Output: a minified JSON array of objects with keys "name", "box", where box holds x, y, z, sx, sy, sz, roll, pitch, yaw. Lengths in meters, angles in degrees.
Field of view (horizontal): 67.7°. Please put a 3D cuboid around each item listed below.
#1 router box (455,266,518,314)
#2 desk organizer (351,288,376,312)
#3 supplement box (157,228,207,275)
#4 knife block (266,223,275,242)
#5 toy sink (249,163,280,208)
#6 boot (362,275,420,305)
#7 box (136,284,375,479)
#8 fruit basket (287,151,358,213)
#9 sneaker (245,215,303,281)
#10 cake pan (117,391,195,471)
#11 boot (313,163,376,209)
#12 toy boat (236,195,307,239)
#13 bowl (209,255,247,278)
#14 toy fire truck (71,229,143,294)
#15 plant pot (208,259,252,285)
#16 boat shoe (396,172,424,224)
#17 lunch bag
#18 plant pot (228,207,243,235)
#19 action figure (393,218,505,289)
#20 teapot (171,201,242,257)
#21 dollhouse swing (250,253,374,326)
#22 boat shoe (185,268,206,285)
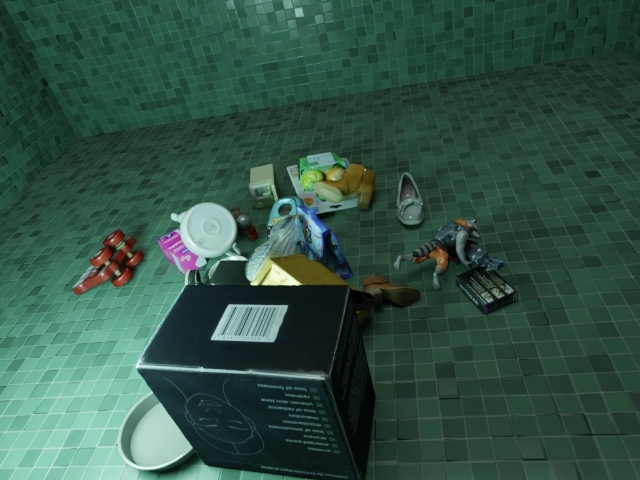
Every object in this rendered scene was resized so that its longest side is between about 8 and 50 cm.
[{"name":"router box","box":[0.579,0.165,1.672,0.133,0.046,0.179,-21,37,-9]},{"name":"desk organizer","box":[0.113,0.194,1.562,0.130,0.050,0.047,15,21,-31]},{"name":"supplement box","box":[-0.628,0.050,2.161,0.111,0.114,0.220,-35,43,-27]},{"name":"knife block","box":[-0.172,0.082,1.862,0.088,0.242,0.275,-1,39,18]},{"name":"toy sink","box":[-0.283,-0.258,2.419,0.131,0.153,0.234,-13,38,1]},{"name":"boot","box":[0.255,0.175,1.750,0.197,0.073,0.152,2,18,-8]},{"name":"box","box":[-0.131,0.378,1.270,0.480,0.472,0.297,-1,37,17]},{"name":"fruit basket","box":[0.034,-0.280,2.331,0.327,0.165,0.353,-11,46,-12]},{"name":"sneaker","box":[-0.158,0.046,1.753,0.111,0.129,0.297,-3,42,53]},{"name":"cake pan","box":[-0.471,0.575,1.473,0.293,0.054,0.293,-9,37,7]},{"name":"boot","box":[0.117,-0.277,2.232,0.295,0.104,0.211,19,59,-14]},{"name":"toy boat","box":[-0.213,-0.083,2.146,0.318,0.148,0.267,-12,53,12]},{"name":"bowl","box":[-0.367,0.147,1.976,0.170,0.080,0.170,-9,38,7]},{"name":"toy fire truck","box":[-0.981,0.103,2.186,0.254,0.169,0.302,-21,32,22]},{"name":"plant pot","box":[-0.325,0.180,1.787,0.167,0.188,0.187,17,41,1]},{"name":"boat shoe","box":[0.397,-0.184,2.138,0.118,0.103,0.320,-5,37,12]},{"name":"lunch bag","box":[0.000,0.000,1.869,0.138,0.293,0.221,-25,38,-15]},{"name":"plant pot","box":[-0.444,-0.069,2.230,0.165,0.167,0.167,-20,36,-22]},{"name":"action figure","box":[0.480,0.032,1.729,0.330,0.178,0.341,-38,28,-25]},{"name":"teapot","box":[-0.479,-0.031,2.038,0.252,0.256,0.187,-12,-10,-26]},{"name":"dollhouse swing","box":[-0.069,0.273,1.665,0.347,0.305,0.315,34,19,25]},{"name":"boat shoe","box":[-0.457,0.233,1.856,0.113,0.127,0.340,-15,38,-3]}]
